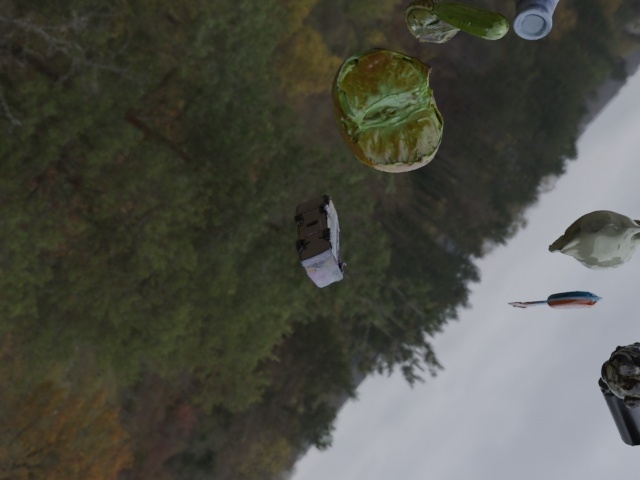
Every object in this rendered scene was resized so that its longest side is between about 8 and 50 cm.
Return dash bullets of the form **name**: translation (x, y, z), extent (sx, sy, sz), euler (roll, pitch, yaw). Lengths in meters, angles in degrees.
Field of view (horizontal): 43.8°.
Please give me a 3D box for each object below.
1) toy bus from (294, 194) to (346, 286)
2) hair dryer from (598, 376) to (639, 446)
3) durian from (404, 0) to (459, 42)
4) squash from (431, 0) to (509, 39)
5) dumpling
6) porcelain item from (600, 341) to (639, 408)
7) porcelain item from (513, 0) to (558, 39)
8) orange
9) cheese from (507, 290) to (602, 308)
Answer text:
- **toy bus**: translation (0.000, 0.000, 2.203), extent (0.112, 0.138, 0.317), euler (-21, -150, 12)
- **hair dryer**: translation (0.886, 0.415, 2.100), extent (0.251, 0.197, 0.089), euler (-23, -166, 8)
- **durian**: translation (0.325, -0.616, 2.201), extent (0.102, 0.208, 0.146), euler (-54, 140, -13)
- **squash**: translation (0.351, -0.524, 1.881), extent (0.066, 0.201, 0.066), euler (-42, 145, -38)
- **dumpling**: translation (0.694, -0.009, 1.972), extent (0.258, 0.147, 0.193), euler (-11, -166, 14)
- **porcelain item**: translation (0.821, 0.312, 1.883), extent (0.288, 0.138, 0.186), euler (-5, -165, 33)
- **porcelain item**: translation (0.518, -0.599, 1.911), extent (0.141, 0.141, 0.259), euler (127, -16, -56)
- **orange**: translation (0.159, -0.329, 2.052), extent (0.263, 0.334, 0.196), euler (-26, -176, -31)
- **cheese**: translation (0.577, 0.152, 1.957), extent (0.256, 0.106, 0.037), euler (-14, -110, 49)
